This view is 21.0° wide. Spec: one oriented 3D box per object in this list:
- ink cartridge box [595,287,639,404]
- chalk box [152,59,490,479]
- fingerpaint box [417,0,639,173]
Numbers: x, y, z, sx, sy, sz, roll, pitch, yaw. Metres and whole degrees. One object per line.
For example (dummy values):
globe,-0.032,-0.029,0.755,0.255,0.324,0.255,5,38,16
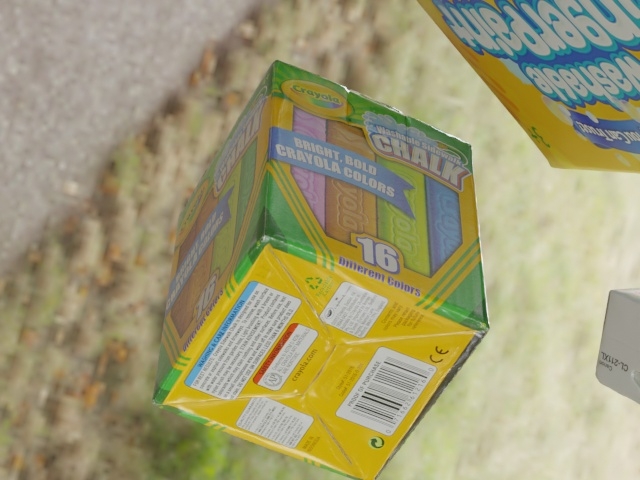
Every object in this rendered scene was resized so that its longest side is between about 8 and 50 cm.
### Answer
ink cartridge box,0.310,0.082,1.262,0.127,0.175,0.072,29,-64,55
chalk box,0.000,0.000,0.950,0.132,0.132,0.213,-57,-161,33
fingerpaint box,0.093,-0.200,0.578,0.163,0.371,0.445,-43,-167,-7
